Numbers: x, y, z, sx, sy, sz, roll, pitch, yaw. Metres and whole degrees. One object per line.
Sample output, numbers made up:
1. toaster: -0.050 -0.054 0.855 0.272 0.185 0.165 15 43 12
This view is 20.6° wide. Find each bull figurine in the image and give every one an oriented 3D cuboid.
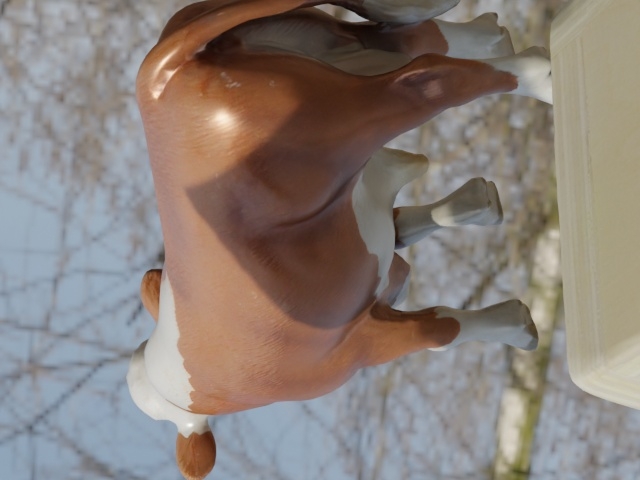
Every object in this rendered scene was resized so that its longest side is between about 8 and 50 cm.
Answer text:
1. bull figurine: 0.000 0.000 0.777 0.188 0.310 0.101 -13 -120 -9

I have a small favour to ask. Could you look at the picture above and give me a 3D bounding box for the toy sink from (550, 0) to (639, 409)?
1. toy sink: 0.184 -0.040 0.414 0.152 0.234 0.131 18 -125 -25
